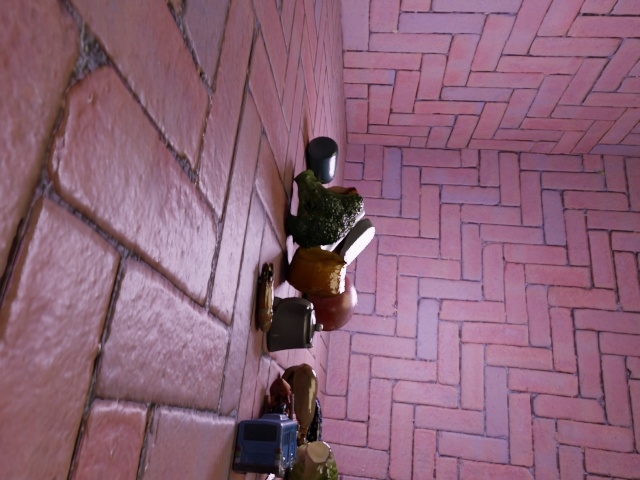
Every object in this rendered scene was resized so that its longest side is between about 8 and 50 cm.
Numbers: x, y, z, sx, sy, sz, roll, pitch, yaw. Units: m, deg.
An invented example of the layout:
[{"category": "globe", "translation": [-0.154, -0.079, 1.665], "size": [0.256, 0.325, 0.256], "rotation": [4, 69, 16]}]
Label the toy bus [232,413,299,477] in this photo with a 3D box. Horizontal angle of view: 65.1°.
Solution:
[{"category": "toy bus", "translation": [-0.124, 0.492, 1.215], "size": [0.234, 0.116, 0.133], "rotation": [70, 21, -71]}]

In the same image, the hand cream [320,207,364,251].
[{"category": "hand cream", "translation": [0.078, -0.050, 1.977], "size": [0.321, 0.067, 0.109], "rotation": [-45, 138, -43]}]

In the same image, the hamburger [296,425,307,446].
[{"category": "hamburger", "translation": [-0.081, 0.608, 1.776], "size": [0.231, 0.107, 0.230], "rotation": [4, 90, -89]}]

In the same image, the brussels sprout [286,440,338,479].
[{"category": "brussels sprout", "translation": [-0.036, 0.905, 1.955], "size": [0.244, 0.244, 0.243], "rotation": [4, 90, -84]}]

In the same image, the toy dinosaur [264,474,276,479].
[{"category": "toy dinosaur", "translation": [-0.151, 0.682, 1.354], "size": [0.242, 0.053, 0.167], "rotation": [-61, 148, -57]}]

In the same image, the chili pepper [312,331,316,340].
[{"category": "chili pepper", "translation": [-0.035, 0.427, 2.403], "size": [0.050, 0.041, 0.153], "rotation": [34, 75, -60]}]

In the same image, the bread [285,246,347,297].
[{"category": "bread", "translation": [-0.011, 0.106, 1.633], "size": [0.269, 0.196, 0.142], "rotation": [-99, -159, -80]}]

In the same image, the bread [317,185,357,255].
[{"category": "bread", "translation": [0.049, -0.058, 2.126], "size": [0.324, 0.143, 0.332], "rotation": [-33, 128, -61]}]

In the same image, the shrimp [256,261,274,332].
[{"category": "shrimp", "translation": [-0.134, 0.143, 1.267], "size": [0.099, 0.041, 0.180], "rotation": [-51, 143, -82]}]

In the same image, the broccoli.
[{"category": "broccoli", "translation": [0.000, -0.112, 1.640], "size": [0.254, 0.269, 0.268], "rotation": [92, 4, -74]}]

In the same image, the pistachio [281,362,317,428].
[{"category": "pistachio", "translation": [-0.070, 0.507, 1.640], "size": [0.131, 0.130, 0.206], "rotation": [21, 66, -51]}]

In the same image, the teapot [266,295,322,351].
[{"category": "teapot", "translation": [-0.068, 0.242, 1.447], "size": [0.162, 0.149, 0.239], "rotation": [-79, 171, -45]}]

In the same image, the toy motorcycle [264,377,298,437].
[{"category": "toy motorcycle", "translation": [-0.113, 0.545, 1.477], "size": [0.171, 0.089, 0.298], "rotation": [-82, 172, -47]}]

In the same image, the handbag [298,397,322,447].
[{"category": "handbag", "translation": [-0.047, 0.813, 2.190], "size": [0.162, 0.113, 0.260], "rotation": [99, -6, -84]}]

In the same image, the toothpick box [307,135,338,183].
[{"category": "toothpick box", "translation": [0.010, -0.313, 1.998], "size": [0.184, 0.121, 0.120], "rotation": [89, 7, -57]}]

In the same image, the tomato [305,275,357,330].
[{"category": "tomato", "translation": [0.045, 0.259, 2.180], "size": [0.270, 0.227, 0.270], "rotation": [2, 90, -86]}]

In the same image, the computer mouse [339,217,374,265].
[{"category": "computer mouse", "translation": [0.141, 0.002, 2.092], "size": [0.231, 0.079, 0.127], "rotation": [-47, 150, -24]}]
